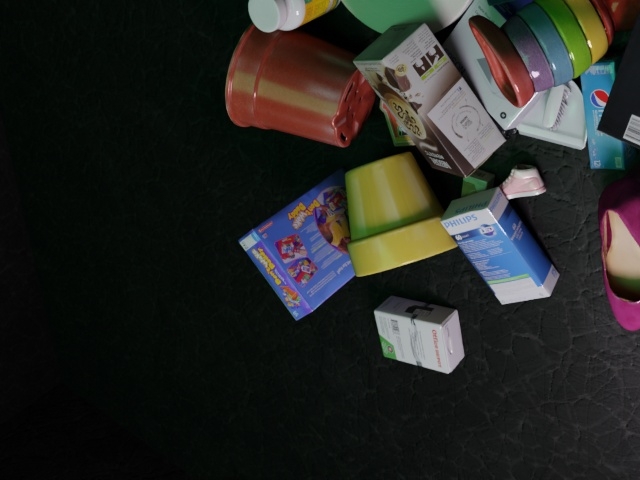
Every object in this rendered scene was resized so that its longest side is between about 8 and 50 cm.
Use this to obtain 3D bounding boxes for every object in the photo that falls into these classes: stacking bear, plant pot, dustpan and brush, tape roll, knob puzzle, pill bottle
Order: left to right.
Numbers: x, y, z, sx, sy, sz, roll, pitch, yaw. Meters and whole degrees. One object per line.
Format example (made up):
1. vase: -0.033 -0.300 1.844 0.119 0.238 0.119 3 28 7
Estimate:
1. pill bottle: -0.056 -0.523 1.762 0.117 0.208 0.118 24 132 30
2. plant pot: -0.030 -0.346 1.843 0.265 0.272 0.272 23 132 20
3. plant pot: 0.167 -0.066 1.872 0.254 0.254 0.239 -17 91 48
4. tape roll: 0.165 -0.596 1.610 0.392 0.072 0.392 25 132 30
5. knob puzzle: 0.204 -0.302 1.814 0.213 0.030 0.213 24 132 30
6. dustpan and brush: 0.455 -0.290 1.561 0.147 0.060 0.211 21 111 31
7. stacking bear: 0.432 -0.367 1.403 0.289 0.164 0.175 -30 125 8

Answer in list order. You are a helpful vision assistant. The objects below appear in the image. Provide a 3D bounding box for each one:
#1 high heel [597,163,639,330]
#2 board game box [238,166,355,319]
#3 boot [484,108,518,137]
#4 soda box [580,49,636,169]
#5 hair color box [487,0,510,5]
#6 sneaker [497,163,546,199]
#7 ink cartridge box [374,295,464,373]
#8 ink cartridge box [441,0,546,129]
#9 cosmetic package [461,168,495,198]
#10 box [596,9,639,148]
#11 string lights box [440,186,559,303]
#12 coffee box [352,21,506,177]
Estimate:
1. high heel: 0.584 0.048 1.591 0.127 0.181 0.377 10 124 38
2. board game box: 0.000 0.000 1.977 0.233 0.347 0.078 54 140 -2
3. boot: 0.368 -0.275 1.669 0.099 0.045 0.121 27 138 28
4. soda box: 0.535 -0.241 1.515 0.067 0.071 0.210 7 122 40
5. hair color box: 0.449 -0.492 1.338 0.347 0.174 0.105 0 119 44
6. sneaker: 0.409 -0.126 1.735 0.134 0.051 0.070 -8 108 44
7. ink cartridge box: 0.256 0.241 2.109 0.208 0.087 0.153 11 124 39
8. ink cartridge box: 0.357 -0.366 1.563 0.223 0.045 0.224 51 132 18
9. cosmetic package: 0.347 -0.099 1.817 0.060 0.041 0.115 23 131 30
10. box: 0.573 -0.306 1.348 0.103 0.184 0.261 32 135 27
11. string lights box: 0.393 0.017 1.784 0.133 0.077 0.260 -16 120 48
12. coffee box: 0.218 -0.282 1.645 0.297 0.119 0.168 50 174 -20
